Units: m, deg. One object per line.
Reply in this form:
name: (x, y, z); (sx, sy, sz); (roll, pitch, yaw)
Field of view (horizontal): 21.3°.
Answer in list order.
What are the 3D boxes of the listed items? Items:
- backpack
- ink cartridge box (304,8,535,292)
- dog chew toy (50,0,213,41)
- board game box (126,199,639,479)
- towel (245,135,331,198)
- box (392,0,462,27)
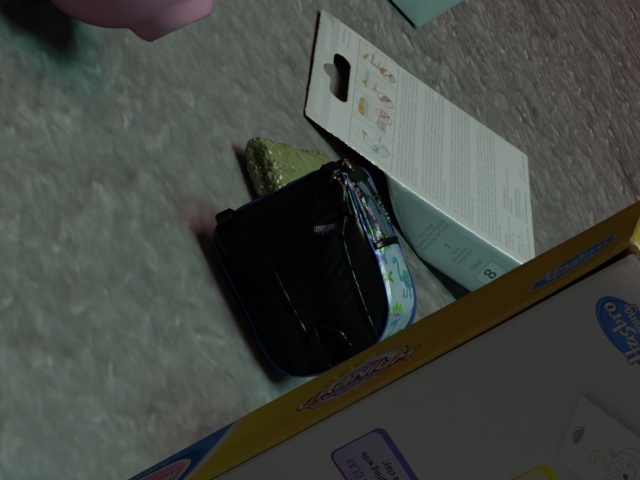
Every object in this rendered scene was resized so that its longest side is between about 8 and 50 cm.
backpack: (0.005, 0.021, 1.041); (0.084, 0.105, 0.114); (-5, 72, -65)
ink cartridge box: (0.074, -0.069, 1.407); (0.232, 0.066, 0.189); (30, 31, -15)
dog chew toy: (-0.148, -0.272, 0.963); (0.332, 0.206, 0.206); (65, 21, -9)
board game box: (0.052, 0.163, 0.678); (0.242, 0.316, 0.064); (58, 21, -7)
towel: (0.000, 0.000, 1.161); (0.110, 0.027, 0.148); (10, 54, -61)
box: (0.110, -0.317, 1.660); (0.091, 0.130, 0.170); (41, 29, -41)
